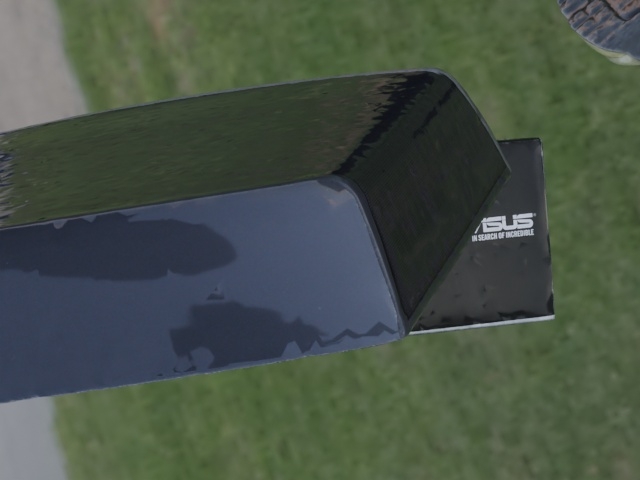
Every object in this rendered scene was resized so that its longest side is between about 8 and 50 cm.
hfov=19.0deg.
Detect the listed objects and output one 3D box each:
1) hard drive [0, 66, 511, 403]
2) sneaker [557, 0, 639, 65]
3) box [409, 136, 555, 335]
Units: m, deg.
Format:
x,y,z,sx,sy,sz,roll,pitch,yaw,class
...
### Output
x,y,z,sx,sy,sz,roll,pitch,yaw,class
-0.079,0.001,0.610,0.172,0.254,0.054,-48,-53,-65,hard drive
0.299,-0.207,1.377,0.182,0.410,0.158,46,124,-10,sneaker
0.000,0.000,0.837,0.180,0.147,0.077,-176,82,-75,box
